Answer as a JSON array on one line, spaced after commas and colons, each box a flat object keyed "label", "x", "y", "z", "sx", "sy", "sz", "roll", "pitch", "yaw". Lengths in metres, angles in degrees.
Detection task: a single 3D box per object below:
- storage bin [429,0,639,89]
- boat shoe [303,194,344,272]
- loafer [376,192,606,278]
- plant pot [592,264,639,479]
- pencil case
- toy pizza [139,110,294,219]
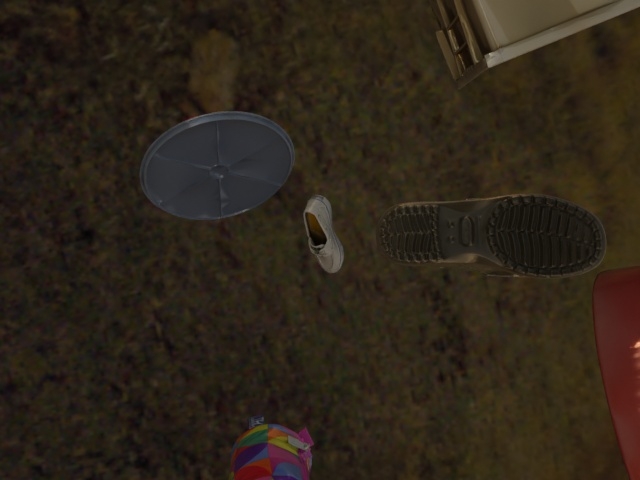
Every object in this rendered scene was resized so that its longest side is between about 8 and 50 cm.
[{"label": "storage bin", "x": 0.243, "y": -0.258, "z": 1.083, "sx": 0.260, "sy": 0.262, "sz": 0.123, "roll": -78, "pitch": 145, "yaw": -87}, {"label": "boat shoe", "x": 0.000, "y": 0.000, "z": 1.217, "sx": 0.035, "sy": 0.035, "sz": 0.100, "roll": -55, "pitch": 145, "yaw": -43}, {"label": "loafer", "x": 0.201, "y": -0.008, "z": 1.334, "sx": 0.092, "sy": 0.268, "sz": 0.102, "roll": -12, "pitch": 107, "yaw": -86}, {"label": "plant pot", "x": 0.381, "y": 0.124, "z": 0.909, "sx": 0.275, "sy": 0.243, "sz": 0.275, "roll": 49, "pitch": 31, "yaw": -44}, {"label": "pencil case", "x": -0.051, "y": 0.272, "z": 1.193, "sx": 0.236, "sy": 0.104, "sz": 0.104, "roll": -102, "pitch": 173, "yaw": -76}, {"label": "toy pizza", "x": -0.133, "y": -0.099, "z": 1.437, "sx": 0.201, "sy": 0.201, "sz": 0.032, "roll": 46, "pitch": 22, "yaw": -51}]
